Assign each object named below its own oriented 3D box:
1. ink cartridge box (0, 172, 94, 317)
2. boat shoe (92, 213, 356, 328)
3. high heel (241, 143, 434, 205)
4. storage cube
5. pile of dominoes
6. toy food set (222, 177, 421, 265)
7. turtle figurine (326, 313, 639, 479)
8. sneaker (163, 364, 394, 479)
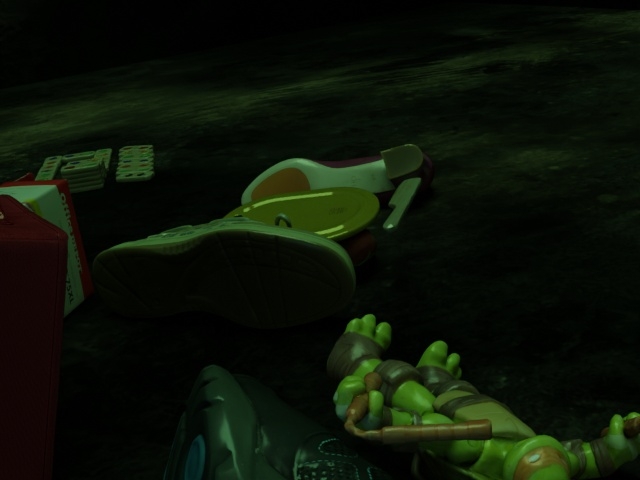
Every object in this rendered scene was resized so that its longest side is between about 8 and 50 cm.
[{"bbox_3d":[-0.307,0.021,0.981,0.077,0.134,0.231,-3,20,16],"label":"ink cartridge box"},{"bbox_3d":[-0.090,0.021,0.945,0.285,0.105,0.089,1,24,26],"label":"boat shoe"},{"bbox_3d":[0.025,-0.068,1.241,0.244,0.082,0.117,-19,-14,9],"label":"high heel"},{"bbox_3d":[-0.304,0.067,0.687,0.193,0.215,0.183,0,12,-31],"label":"storage cube"},{"bbox_3d":[-0.372,-0.133,1.588,0.195,0.040,0.251,-10,20,-6],"label":"pile of dominoes"},{"bbox_3d":[0.000,0.000,1.031,0.217,0.071,0.128,-5,27,16],"label":"toy food set"},{"bbox_3d":[0.105,0.122,0.616,0.269,0.087,0.217,9,8,-24],"label":"turtle figurine"},{"bbox_3d":[-0.001,0.170,0.520,0.139,0.125,0.341,12,11,-23],"label":"sneaker"}]
